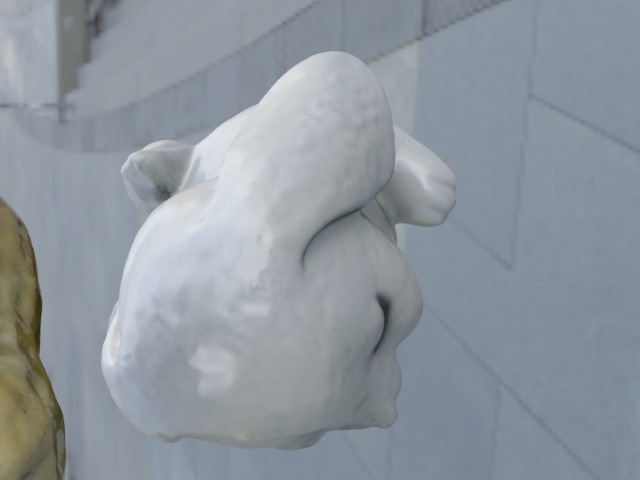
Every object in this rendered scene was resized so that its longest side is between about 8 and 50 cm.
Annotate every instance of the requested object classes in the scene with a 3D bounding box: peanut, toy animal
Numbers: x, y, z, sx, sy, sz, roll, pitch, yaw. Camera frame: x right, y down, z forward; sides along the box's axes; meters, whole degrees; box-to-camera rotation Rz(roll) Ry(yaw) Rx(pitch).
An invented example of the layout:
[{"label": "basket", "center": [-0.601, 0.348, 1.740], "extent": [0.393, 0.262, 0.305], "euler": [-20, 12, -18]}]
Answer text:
[{"label": "peanut", "center": [-0.167, 0.041, 0.572], "extent": [0.103, 0.098, 0.229], "euler": [40, -159, -47]}, {"label": "toy animal", "center": [-0.042, 0.028, 0.821], "extent": [0.272, 0.206, 0.265], "euler": [-51, 10, 19]}]

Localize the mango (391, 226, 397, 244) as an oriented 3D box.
[{"label": "mango", "center": [0.000, 0.000, 1.093], "extent": [0.161, 0.103, 0.076], "euler": [-10, -80, -63]}]
